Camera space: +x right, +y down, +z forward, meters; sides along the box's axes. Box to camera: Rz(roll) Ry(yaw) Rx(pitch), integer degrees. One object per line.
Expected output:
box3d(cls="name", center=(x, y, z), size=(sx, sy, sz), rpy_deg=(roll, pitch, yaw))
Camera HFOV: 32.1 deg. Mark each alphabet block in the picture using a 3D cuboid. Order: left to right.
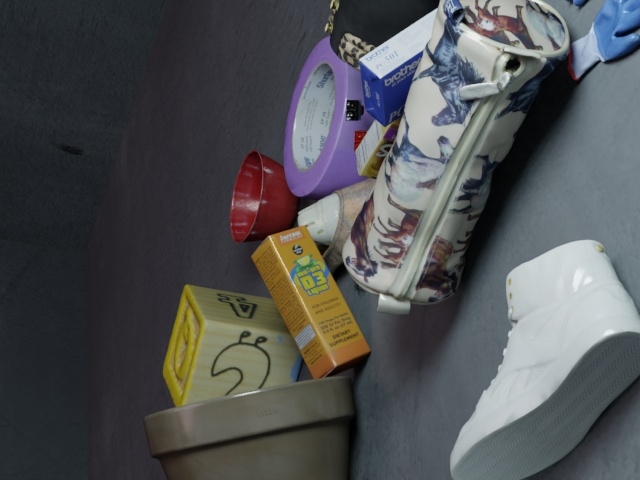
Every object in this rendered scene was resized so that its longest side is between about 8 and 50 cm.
box3d(cls="alphabet block", center=(-0.159, 0.208, 2.018), size=(0.193, 0.197, 0.192), rpy_deg=(-137, 59, -65))

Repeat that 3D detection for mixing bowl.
box3d(cls="mixing bowl", center=(-0.098, -0.076, 2.132), size=(0.181, 0.098, 0.181), rpy_deg=(-171, 90, -69))

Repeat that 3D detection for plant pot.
box3d(cls="plant pot", center=(-0.082, 0.370, 1.665), size=(0.323, 0.323, 0.280), rpy_deg=(-34, 66, 62))

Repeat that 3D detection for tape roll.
box3d(cls="tape roll", center=(0.027, -0.201, 1.882), size=(0.275, 0.090, 0.275), rpy_deg=(-169, 90, -70))

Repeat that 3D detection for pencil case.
box3d(cls="pencil case", center=(0.157, -0.104, 1.373), size=(0.183, 0.160, 0.410), rpy_deg=(-65, -4, -58))

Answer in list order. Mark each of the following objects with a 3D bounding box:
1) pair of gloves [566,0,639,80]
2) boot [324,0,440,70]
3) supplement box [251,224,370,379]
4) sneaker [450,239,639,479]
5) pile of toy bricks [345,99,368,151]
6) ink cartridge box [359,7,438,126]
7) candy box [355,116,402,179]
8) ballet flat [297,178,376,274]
box3d(cls="pair of gloves", center=(0.321, -0.287, 1.257), size=(0.159, 0.023, 0.198), rpy_deg=(137, 138, -57))
box3d(cls="boot", center=(0.051, -0.404, 1.510), size=(0.377, 0.138, 0.284), rpy_deg=(42, 146, 24))
box3d(cls="supplement box", center=(-0.016, 0.096, 1.738), size=(0.233, 0.078, 0.080), rpy_deg=(61, 146, 15))
box3d(cls="sneaker", center=(0.231, 0.130, 1.201), size=(0.292, 0.108, 0.169), rpy_deg=(-52, 32, 34))
box3d(cls="pile of toy bricks", center=(0.110, -0.225, 1.692), size=(0.105, 0.118, 0.212), rpy_deg=(-20, -67, -70))
box3d(cls="ink cartridge box", center=(0.145, -0.239, 1.418), size=(0.046, 0.207, 0.097), rpy_deg=(46, 162, 30))
box3d(cls="candy box", center=(0.136, -0.156, 1.553), size=(0.187, 0.109, 0.053), rpy_deg=(122, 150, -46))
box3d(cls="ballet flat", center=(0.000, 0.000, 1.832), size=(0.316, 0.106, 0.107), rpy_deg=(123, 151, -45))
